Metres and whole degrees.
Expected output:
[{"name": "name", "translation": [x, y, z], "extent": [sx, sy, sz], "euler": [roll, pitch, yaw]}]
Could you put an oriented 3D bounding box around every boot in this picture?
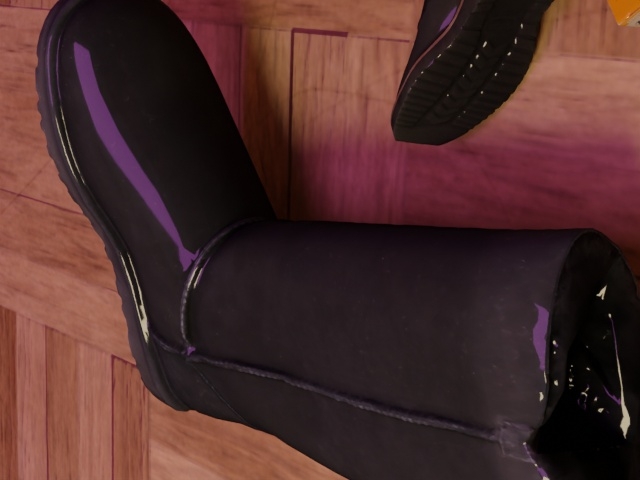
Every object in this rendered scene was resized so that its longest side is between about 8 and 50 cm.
[{"name": "boot", "translation": [0.001, 0.002, 0.871], "extent": [0.445, 0.146, 0.367], "euler": [14, 128, 52]}, {"name": "boot", "translation": [0.090, -0.172, 0.848], "extent": [0.198, 0.077, 0.137], "euler": [-57, 40, 40]}]

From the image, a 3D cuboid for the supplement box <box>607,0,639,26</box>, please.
[{"name": "supplement box", "translation": [0.202, -0.141, 0.681], "extent": [0.062, 0.098, 0.036], "euler": [-39, 64, 47]}]
